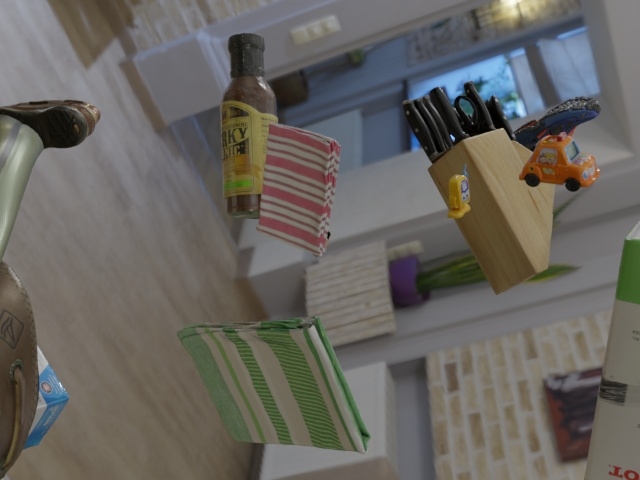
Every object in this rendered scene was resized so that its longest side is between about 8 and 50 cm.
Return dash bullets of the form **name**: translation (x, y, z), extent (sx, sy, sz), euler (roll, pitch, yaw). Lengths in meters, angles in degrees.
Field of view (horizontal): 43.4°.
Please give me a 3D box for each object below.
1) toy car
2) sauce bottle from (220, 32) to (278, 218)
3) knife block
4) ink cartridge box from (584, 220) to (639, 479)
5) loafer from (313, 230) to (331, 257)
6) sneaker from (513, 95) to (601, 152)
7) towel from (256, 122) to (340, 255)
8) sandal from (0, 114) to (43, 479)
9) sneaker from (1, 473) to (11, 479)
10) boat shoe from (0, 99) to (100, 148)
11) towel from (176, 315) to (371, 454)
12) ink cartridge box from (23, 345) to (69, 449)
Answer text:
- **toy car**: translation (0.153, -0.049, 0.596), extent (0.060, 0.122, 0.040), euler (24, -50, 48)
- **sauce bottle**: translation (-0.134, -0.214, 1.514), extent (0.111, 0.112, 0.344), euler (16, 70, -73)
- **knife block**: translation (0.215, -0.092, 1.149), extent (0.242, 0.088, 0.275), euler (27, 55, -16)
- **ink cartridge box**: translation (0.393, 0.134, 0.807), extent (0.115, 0.198, 0.272), euler (-24, 121, -60)
- **loafer**: translation (0.000, 0.000, 1.601), extent (0.125, 0.039, 0.045), euler (-85, 153, -77)
- **sneaker**: translation (0.456, -0.208, 1.556), extent (0.083, 0.221, 0.087), euler (-39, 96, -35)
- **towel**: translation (-0.042, -0.084, 1.320), extent (0.029, 0.144, 0.197), euler (-13, 117, -51)
- **sandal**: translation (-0.167, 0.061, 0.361), extent (0.086, 0.120, 0.302), euler (38, 39, -30)
- **sneaker**: translation (-0.446, 0.284, 0.984), extent (0.252, 0.111, 0.103), euler (40, 57, 7)
- **boat shoe**: translation (-0.665, -0.277, 1.919), extent (0.120, 0.324, 0.122), euler (-52, 140, -53)
- **towel**: translation (-0.081, 0.237, 1.305), extent (0.038, 0.325, 0.247), euler (-39, 112, -43)
- **ink cartridge box**: translation (-0.633, 0.304, 1.491), extent (0.233, 0.168, 0.171), euler (-12, 58, -53)
